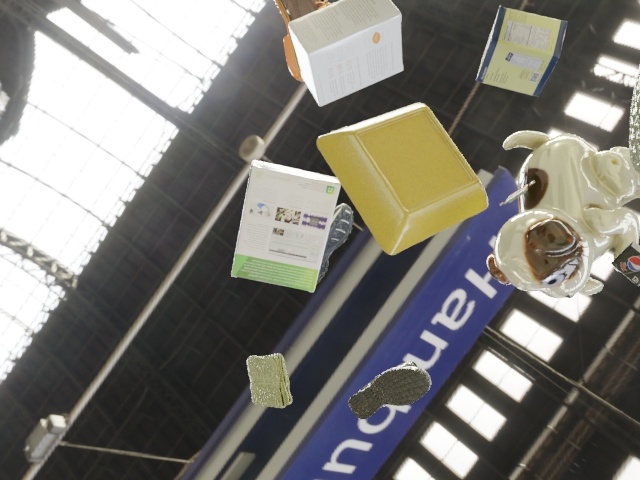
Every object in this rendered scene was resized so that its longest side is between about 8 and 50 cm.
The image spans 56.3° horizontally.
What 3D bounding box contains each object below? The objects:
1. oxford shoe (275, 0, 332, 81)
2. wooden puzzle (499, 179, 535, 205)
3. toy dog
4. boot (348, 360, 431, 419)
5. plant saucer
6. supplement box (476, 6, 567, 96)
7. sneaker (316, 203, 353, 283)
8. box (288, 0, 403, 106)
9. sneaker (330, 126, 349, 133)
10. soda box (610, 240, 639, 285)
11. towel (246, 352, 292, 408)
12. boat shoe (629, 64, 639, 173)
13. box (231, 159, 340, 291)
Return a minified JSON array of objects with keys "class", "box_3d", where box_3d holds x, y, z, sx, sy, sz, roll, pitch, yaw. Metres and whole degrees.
[{"class":"oxford shoe","box_3d":[-0.024,-0.550,1.367,0.133,0.363,0.130,11,-143,42]},{"class":"wooden puzzle","box_3d":[0.394,-0.092,1.197,0.083,0.049,0.006,-37,-90,34]},{"class":"toy dog","box_3d":[0.551,-0.049,1.354,0.408,0.395,0.284,-51,-169,-32]},{"class":"boot","box_3d":[0.181,0.319,1.385,0.246,0.161,0.083,-37,-95,42]},{"class":"plant saucer","box_3d":[0.211,-0.175,1.402,0.333,0.333,0.081,59,-28,14]},{"class":"supplement box","box_3d":[0.251,-0.236,0.754,0.083,0.083,0.056,17,-110,8]},{"class":"sneaker","box_3d":[0.000,0.000,1.812,0.108,0.100,0.271,42,-76,39]},{"class":"box","box_3d":[0.048,-0.336,1.040,0.170,0.130,0.091,-24,-121,-5]},{"class":"sneaker","box_3d":[0.099,-0.310,1.754,0.152,0.061,0.053,-13,-109,11]},{"class":"soda box","box_3d":[0.560,0.043,1.057,0.060,0.169,0.053,46,-71,23]},{"class":"towel","box_3d":[-0.107,0.289,1.235,0.148,0.027,0.110,-20,-104,54]},{"class":"boat shoe","box_3d":[0.486,-0.151,0.693,0.156,0.500,0.187,3,-77,8]},{"class":"box","box_3d":[-0.095,-0.033,1.574,0.058,0.232,0.322,-91,-166,-67]}]
